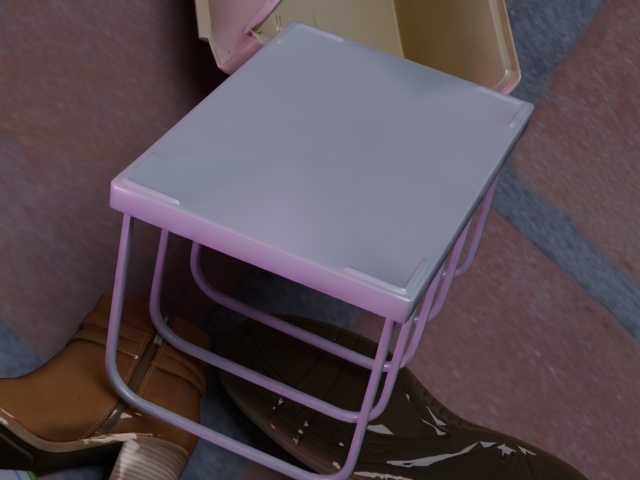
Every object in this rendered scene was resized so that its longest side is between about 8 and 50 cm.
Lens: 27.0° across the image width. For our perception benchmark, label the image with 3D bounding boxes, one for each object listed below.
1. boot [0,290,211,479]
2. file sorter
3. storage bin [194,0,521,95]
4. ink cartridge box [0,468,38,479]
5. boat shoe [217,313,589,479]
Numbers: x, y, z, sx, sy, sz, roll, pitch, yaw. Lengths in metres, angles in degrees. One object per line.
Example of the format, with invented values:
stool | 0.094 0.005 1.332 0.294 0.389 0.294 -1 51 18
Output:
boot | -0.170 0.092 0.909 0.197 0.073 0.152 32 50 -21
file sorter | 0.000 0.000 0.915 0.192 0.173 0.278 22 36 12
storage bin | 0.024 -0.239 1.137 0.262 0.123 0.260 17 54 -41
ink cartridge box | -0.197 0.221 0.695 0.097 0.255 0.189 -29 76 1
boat shoe | 0.056 0.160 0.982 0.302 0.098 0.109 27 56 9
